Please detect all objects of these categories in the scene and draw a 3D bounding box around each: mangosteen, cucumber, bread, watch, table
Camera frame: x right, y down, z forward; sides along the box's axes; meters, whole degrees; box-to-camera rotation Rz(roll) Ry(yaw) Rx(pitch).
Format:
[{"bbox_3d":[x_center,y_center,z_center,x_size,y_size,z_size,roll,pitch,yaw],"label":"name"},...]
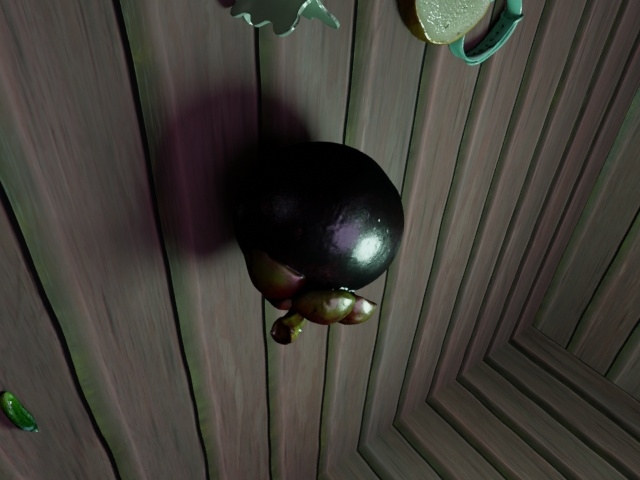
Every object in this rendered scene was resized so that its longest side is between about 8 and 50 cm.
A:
[{"bbox_3d":[0.000,0.000,1.041,0.381,0.436,0.382,-5,161,-2],"label":"mangosteen"},{"bbox_3d":[-0.648,0.378,1.026,0.037,0.037,0.155,-28,136,-24],"label":"cucumber"},{"bbox_3d":[0.288,-0.569,1.099,0.236,0.070,0.236,-16,129,-22],"label":"bread"},{"bbox_3d":[0.443,-0.584,1.267,0.237,0.068,0.195,-36,140,-15],"label":"watch"},{"bbox_3d":[-0.063,-0.430,0.802,0.166,0.198,0.167,-24,134,-28],"label":"table"}]
